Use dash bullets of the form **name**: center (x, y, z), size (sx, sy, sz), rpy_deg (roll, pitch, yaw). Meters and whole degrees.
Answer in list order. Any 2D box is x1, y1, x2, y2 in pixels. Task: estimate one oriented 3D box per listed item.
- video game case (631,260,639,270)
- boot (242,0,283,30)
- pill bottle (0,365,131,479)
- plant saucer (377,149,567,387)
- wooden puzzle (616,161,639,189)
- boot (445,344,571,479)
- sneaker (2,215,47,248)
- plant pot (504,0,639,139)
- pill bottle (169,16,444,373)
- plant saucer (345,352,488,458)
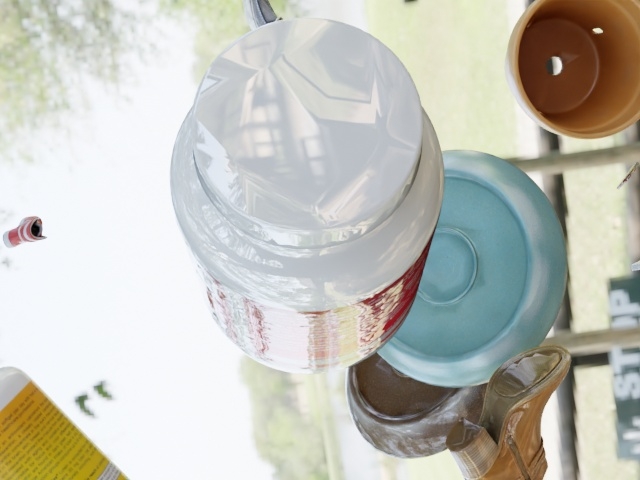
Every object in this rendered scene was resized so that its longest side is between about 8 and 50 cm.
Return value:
- **video game case**: center (0.568, 0.030, 2.045), size (0.122, 0.087, 0.011), rpy_deg (-15, -86, -59)
- **boot**: center (-0.066, -0.371, 2.224), size (0.190, 0.086, 0.069), rpy_deg (66, -147, -20)
- **pill bottle**: center (-0.301, 0.208, 1.203), size (0.246, 0.136, 0.136), rpy_deg (47, -179, -6)
- **plant saucer**: center (0.166, 0.035, 1.647), size (0.043, 0.317, 0.317), rpy_deg (9, -110, -60)
- **wooden puzzle**: center (0.604, -0.127, 2.458), size (0.006, 0.049, 0.083), rpy_deg (37, 164, 6)
- **boot**: center (0.251, 0.233, 1.531), size (0.152, 0.197, 0.073), rpy_deg (52, 174, -34)
- **sneaker**: center (-0.495, -0.021, 2.168), size (0.042, 0.067, 0.118), rpy_deg (68, -160, -13)
- **plant pot**: center (0.476, -0.336, 2.374), size (0.203, 0.291, 0.291), rpy_deg (-155, 57, -80)
- **pill bottle**: center (-0.011, -0.028, 1.107), size (0.408, 0.229, 0.229), rpy_deg (91, 170, -73)
- **plant saucer**: center (0.151, 0.171, 1.860), size (0.050, 0.310, 0.310), rpy_deg (37, -150, -38)
